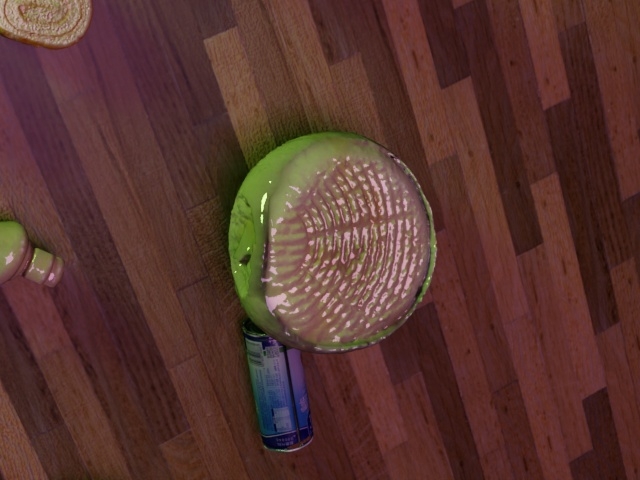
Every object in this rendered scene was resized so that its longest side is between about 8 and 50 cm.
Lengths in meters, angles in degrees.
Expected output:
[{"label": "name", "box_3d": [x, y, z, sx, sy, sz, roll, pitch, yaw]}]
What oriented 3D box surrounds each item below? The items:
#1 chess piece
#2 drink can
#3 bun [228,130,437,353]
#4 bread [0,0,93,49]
[{"label": "chess piece", "box_3d": [-0.552, -0.019, 1.876, 0.397, 0.117, 0.117, 28, 94, -33]}, {"label": "drink can", "box_3d": [-0.072, 0.241, 2.215, 0.097, 0.097, 0.235, -18, 114, -20]}, {"label": "bun", "box_3d": [0.001, 0.001, 2.102, 0.364, 0.202, 0.364, -5, 100, -28]}, {"label": "bread", "box_3d": [-0.407, -0.342, 1.857, 0.149, 0.073, 0.122, 11, 97, -31]}]
